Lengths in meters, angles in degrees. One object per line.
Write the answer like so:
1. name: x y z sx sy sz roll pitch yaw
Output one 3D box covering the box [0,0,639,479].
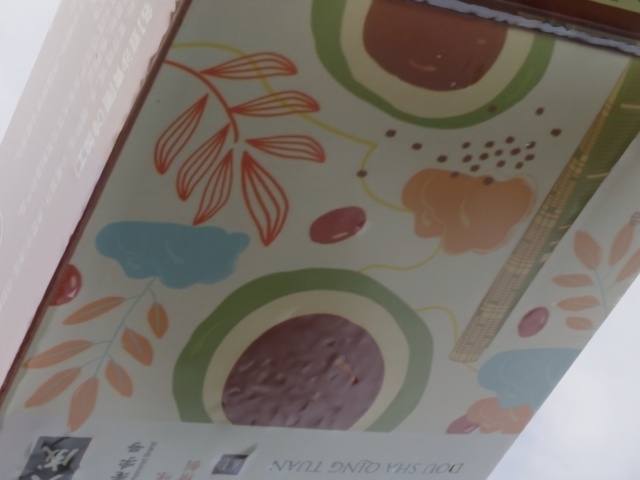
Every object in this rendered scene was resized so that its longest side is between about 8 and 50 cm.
1. box: 0.000 0.000 0.798 0.344 0.122 0.385 7 -52 -33
